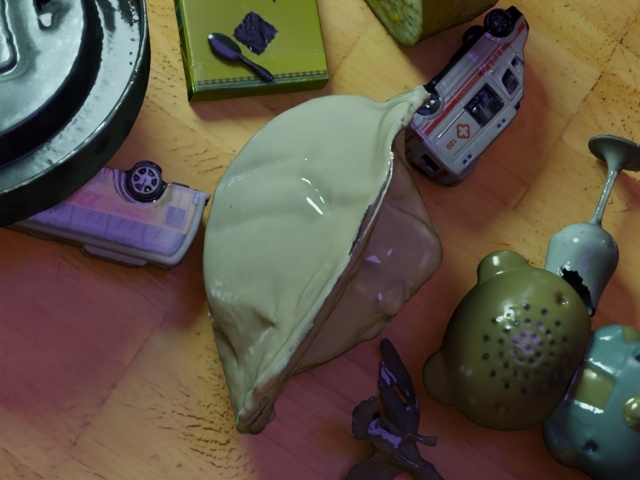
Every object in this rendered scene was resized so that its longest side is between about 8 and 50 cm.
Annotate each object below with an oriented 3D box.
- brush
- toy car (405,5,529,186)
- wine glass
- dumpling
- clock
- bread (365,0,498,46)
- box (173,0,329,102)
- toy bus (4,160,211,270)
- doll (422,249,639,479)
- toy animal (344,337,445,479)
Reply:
[{"bbox_3d":[-0.084,-0.194,1.901,0.083,0.008,0.024,33,70,-5],"label":"brush"},{"bbox_3d":[0.168,-0.160,1.961,0.108,0.089,0.209,43,72,-3],"label":"toy car"},{"bbox_3d":[0.299,-0.014,1.966,0.079,0.079,0.195,25,71,-8],"label":"wine glass"},{"bbox_3d":[0.000,0.000,1.758,0.233,0.315,0.395,29,76,-3],"label":"dumpling"},{"bbox_3d":[-0.354,-0.184,1.763,0.386,0.076,0.386,-2,64,4],"label":"clock"},{"bbox_3d":[0.095,-0.345,1.929,0.124,0.186,0.257,-32,96,-23],"label":"bread"},{"bbox_3d":[-0.087,-0.294,1.949,0.153,0.041,0.279,-6,79,-17],"label":"box"},{"bbox_3d":[-0.252,-0.042,1.822,0.268,0.092,0.106,15,82,-11],"label":"toy bus"},{"bbox_3d":[0.248,0.140,1.869,0.261,0.161,0.177,31,88,-3],"label":"doll"},{"bbox_3d":[0.087,0.226,1.844,0.155,0.095,0.219,30,72,-2],"label":"toy animal"}]
